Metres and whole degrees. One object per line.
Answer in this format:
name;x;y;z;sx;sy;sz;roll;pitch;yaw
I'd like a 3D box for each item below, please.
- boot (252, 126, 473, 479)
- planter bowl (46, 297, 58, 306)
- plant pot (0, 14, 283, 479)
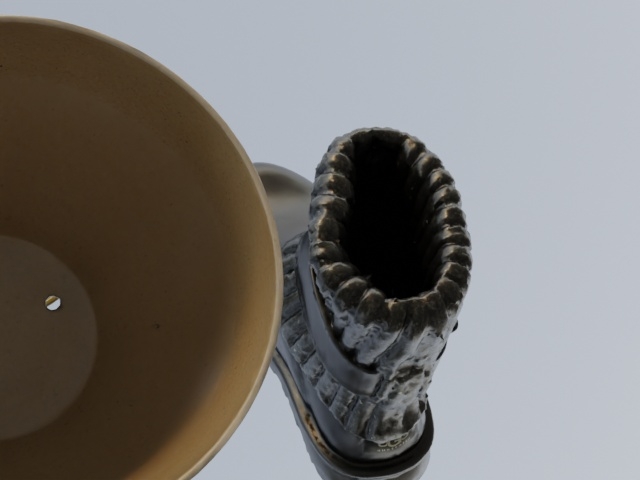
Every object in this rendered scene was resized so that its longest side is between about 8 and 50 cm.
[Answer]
boot;0.004;-0.001;1.084;0.131;0.348;0.260;-21;-37;-17
planter bowl;-0.315;-0.020;1.255;0.217;0.090;0.217;12;-115;-28
plant pot;-0.184;0.038;0.819;0.284;0.191;0.284;5;-107;-17
